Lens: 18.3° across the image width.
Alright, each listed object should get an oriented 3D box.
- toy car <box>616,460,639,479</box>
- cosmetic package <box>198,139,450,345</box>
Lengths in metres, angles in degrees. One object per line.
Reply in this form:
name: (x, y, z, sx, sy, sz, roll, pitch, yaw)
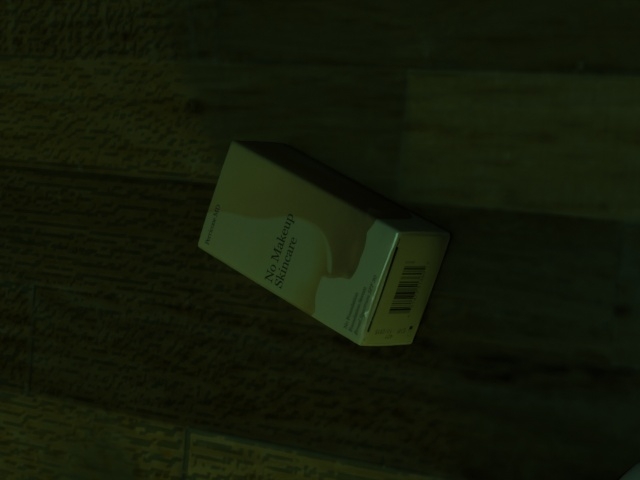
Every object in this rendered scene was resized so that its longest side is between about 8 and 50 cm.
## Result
toy car: (0.115, 0.177, 0.706, 0.219, 0.238, 0.210, -10, 82, 39)
cosmetic package: (0.000, 0.000, 0.940, 0.115, 0.041, 0.060, 28, 107, 38)
